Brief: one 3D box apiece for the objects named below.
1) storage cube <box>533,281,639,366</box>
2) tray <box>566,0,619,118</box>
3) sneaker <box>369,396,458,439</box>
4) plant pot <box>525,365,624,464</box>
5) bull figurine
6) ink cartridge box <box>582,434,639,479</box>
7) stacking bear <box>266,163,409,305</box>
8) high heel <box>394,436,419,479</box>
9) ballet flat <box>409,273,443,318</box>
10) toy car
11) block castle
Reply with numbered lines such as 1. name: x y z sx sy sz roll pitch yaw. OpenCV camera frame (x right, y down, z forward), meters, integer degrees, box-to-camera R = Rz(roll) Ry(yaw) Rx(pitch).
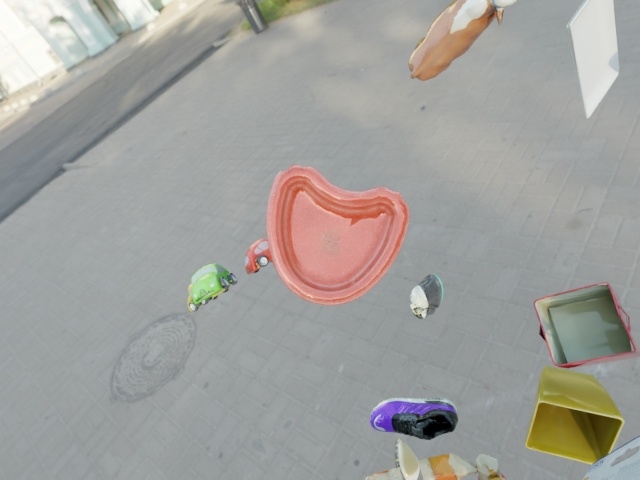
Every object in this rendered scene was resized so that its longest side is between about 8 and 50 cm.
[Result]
1. storage cube: 0.726 0.239 1.182 0.215 0.193 0.183 -25 60 33
2. tray: 0.581 -0.405 0.929 0.145 0.270 0.030 -53 44 -4
3. sneaker: 0.303 0.590 1.416 0.293 0.102 0.146 -11 7 11
4. plant pot: 0.745 0.507 1.304 0.212 0.212 0.187 8 32 19
5. bull figurine: 0.314 -0.473 0.937 0.310 0.101 0.188 -31 13 51
6. ink cartridge box: 0.523 0.490 0.764 0.330 0.324 0.071 -31 57 -30
7. stacking bear: 0.000 0.000 0.669 0.289 0.175 0.164 -176 100 -84
8. high heel: 0.286 0.871 1.569 0.186 0.093 0.261 -56 39 41
9. ballet flat: 0.254 0.146 1.059 0.074 0.203 0.074 -3 63 7
10. toy car: -0.174 0.062 0.772 0.239 0.053 0.225 -33 -1 6
11. block castle: 0.272 0.733 1.040 0.453 0.213 0.303 -20 33 7
